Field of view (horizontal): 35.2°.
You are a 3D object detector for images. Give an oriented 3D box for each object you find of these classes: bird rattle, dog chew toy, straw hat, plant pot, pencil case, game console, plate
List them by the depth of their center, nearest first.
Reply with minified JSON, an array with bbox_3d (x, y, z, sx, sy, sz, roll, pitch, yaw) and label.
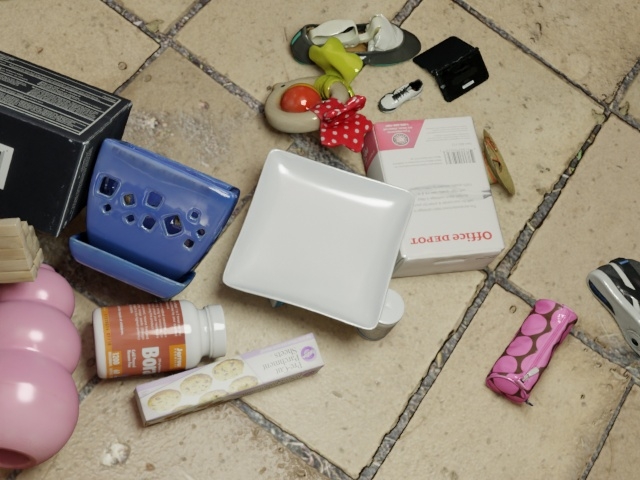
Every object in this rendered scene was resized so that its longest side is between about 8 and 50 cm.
[{"bbox_3d":[-0.477,0.189,1.614,0.207,0.206,0.331,9,58,-9],"label":"dog chew toy"},{"bbox_3d":[-0.284,-0.033,1.707,0.236,0.236,0.212,24,93,-4],"label":"plant pot"},{"bbox_3d":[0.000,0.000,1.772,0.278,0.045,0.277,17,67,2],"label":"plate"},{"bbox_3d":[0.393,0.199,1.845,0.095,0.098,0.209,35,65,4],"label":"pencil case"},{"bbox_3d":[-0.003,-0.253,1.918,0.207,0.143,0.253,-9,47,11],"label":"bird rattle"},{"bbox_3d":[0.326,-0.142,1.987,0.061,0.144,0.144,-25,71,20],"label":"straw hat"},{"bbox_3d":[0.272,-0.357,2.095,0.122,0.071,0.107,-33,108,-21],"label":"game console"}]

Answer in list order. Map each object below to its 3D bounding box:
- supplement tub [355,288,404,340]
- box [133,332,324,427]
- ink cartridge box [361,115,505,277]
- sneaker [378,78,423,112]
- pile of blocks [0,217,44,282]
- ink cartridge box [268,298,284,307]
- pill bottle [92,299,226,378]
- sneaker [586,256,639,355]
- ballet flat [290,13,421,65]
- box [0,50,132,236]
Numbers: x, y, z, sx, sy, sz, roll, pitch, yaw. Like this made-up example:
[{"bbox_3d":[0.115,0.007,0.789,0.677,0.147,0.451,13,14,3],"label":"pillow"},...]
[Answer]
[{"bbox_3d":[0.105,0.133,1.804,0.071,0.107,0.071,4,67,-10],"label":"supplement tub"},{"bbox_3d":[-0.156,0.238,1.728,0.324,0.063,0.067,-15,73,-17],"label":"box"},{"bbox_3d":[0.207,-0.082,1.909,0.207,0.117,0.282,-5,69,-14],"label":"ink cartridge box"},{"bbox_3d":[0.162,-0.295,2.028,0.109,0.043,0.040,-33,80,-20],"label":"sneaker"},{"bbox_3d":[-0.598,0.038,1.607,0.149,0.362,0.112,56,18,-26],"label":"pile of blocks"},{"bbox_3d":[-0.023,0.022,1.836,0.191,0.082,0.139,-19,73,-19],"label":"ink cartridge box"},{"bbox_3d":[-0.272,0.163,1.702,0.216,0.121,0.121,-5,69,-14],"label":"pill bottle"},{"bbox_3d":[0.623,0.123,1.935,0.121,0.079,0.216,-28,75,-20],"label":"sneaker"},{"bbox_3d":[0.081,-0.401,2.023,0.281,0.096,0.095,-8,63,-16],"label":"ballet flat"},{"bbox_3d":[-0.507,-0.175,1.685,0.296,0.182,0.294,21,22,-3],"label":"box"}]
